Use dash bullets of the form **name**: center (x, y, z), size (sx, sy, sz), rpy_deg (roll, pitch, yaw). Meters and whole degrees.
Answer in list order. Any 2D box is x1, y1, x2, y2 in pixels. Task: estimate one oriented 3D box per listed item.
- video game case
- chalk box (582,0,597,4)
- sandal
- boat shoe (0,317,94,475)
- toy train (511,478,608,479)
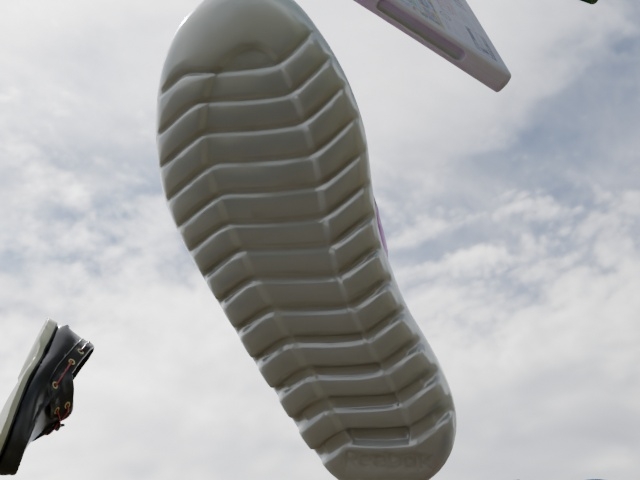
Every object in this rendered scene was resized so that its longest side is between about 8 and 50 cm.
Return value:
- **video game case**: center (0.082, -0.252, 0.908), size (0.206, 0.227, 0.026), rpy_deg (27, -62, -22)
- **chalk box**: center (0.097, -0.256, 0.521), size (0.132, 0.213, 0.132), rpy_deg (-53, -22, -25)
- **sandal**: center (-0.015, 0.004, 0.732), size (0.169, 0.416, 0.102), rpy_deg (-18, 4, 13)
- **boat shoe**: center (-0.172, 0.097, 0.559), size (0.042, 0.133, 0.049), rpy_deg (30, -67, -14)
- **toy train**: center (0.190, 0.260, 0.561), size (0.143, 0.248, 0.105), rpy_deg (-14, -51, 12)
